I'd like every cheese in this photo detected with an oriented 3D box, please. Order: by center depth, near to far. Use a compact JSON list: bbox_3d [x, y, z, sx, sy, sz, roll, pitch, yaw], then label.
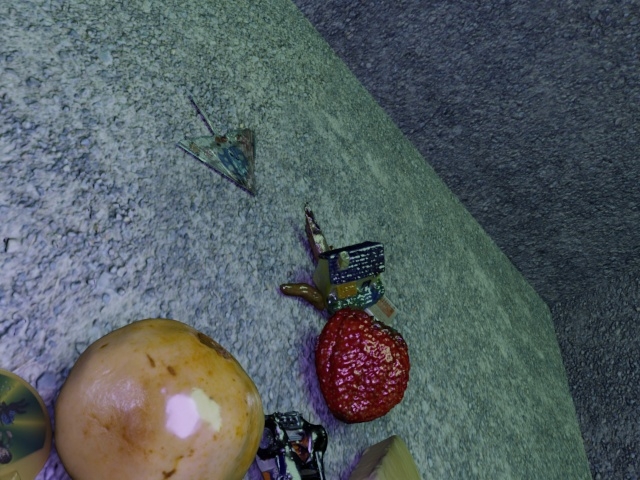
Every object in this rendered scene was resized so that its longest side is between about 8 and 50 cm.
[{"bbox_3d":[0.198,0.674,1.326,0.384,0.104,0.384,56,14,-21],"label":"cheese"}]

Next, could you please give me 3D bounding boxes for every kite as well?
[{"bbox_3d":[-0.292,-0.288,1.707,0.368,0.014,0.406,57,30,1],"label":"kite"}]

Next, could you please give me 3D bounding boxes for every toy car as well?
[{"bbox_3d":[-0.059,0.512,1.181,0.193,0.118,0.301,29,40,-49],"label":"toy car"}]

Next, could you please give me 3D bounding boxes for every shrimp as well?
[{"bbox_3d":[-0.008,0.001,1.809,0.117,0.066,0.262,-42,113,-75],"label":"shrimp"}]

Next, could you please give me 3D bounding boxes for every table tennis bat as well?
[{"bbox_3d":[-0.472,0.331,0.820,0.320,0.050,0.198,59,27,12],"label":"table tennis bat"}]

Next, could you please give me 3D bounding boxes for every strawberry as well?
[{"bbox_3d":[0.095,0.334,1.481,0.238,0.250,0.288,46,56,-31],"label":"strawberry"}]

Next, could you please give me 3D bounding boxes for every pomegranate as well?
[{"bbox_3d":[-0.258,0.291,0.907,0.332,0.332,0.332,37,35,-32],"label":"pomegranate"}]

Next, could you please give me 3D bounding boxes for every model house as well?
[{"bbox_3d":[0.102,0.095,1.645,0.194,0.211,0.170,-13,59,-19],"label":"model house"}]

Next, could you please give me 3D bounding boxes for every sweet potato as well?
[{"bbox_3d":[-0.048,0.149,1.615,0.182,0.054,0.053,28,35,-39],"label":"sweet potato"}]

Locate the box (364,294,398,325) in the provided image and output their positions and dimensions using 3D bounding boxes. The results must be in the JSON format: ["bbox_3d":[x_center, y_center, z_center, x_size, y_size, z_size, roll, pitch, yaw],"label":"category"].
[{"bbox_3d":[0.169,0.221,1.814,0.141,0.058,0.201,48,20,8],"label":"box"}]
